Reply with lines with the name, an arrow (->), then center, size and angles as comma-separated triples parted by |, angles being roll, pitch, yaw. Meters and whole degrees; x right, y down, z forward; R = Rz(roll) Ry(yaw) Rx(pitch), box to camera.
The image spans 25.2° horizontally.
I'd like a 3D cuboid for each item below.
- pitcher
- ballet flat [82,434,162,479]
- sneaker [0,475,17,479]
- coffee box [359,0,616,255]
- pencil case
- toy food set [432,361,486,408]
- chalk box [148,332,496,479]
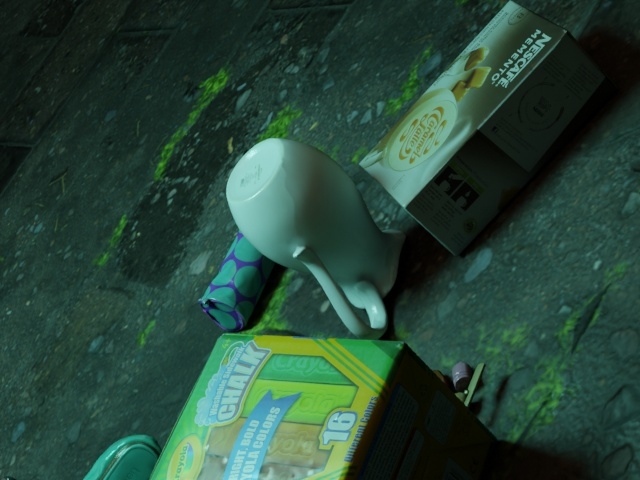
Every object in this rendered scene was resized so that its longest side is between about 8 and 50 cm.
pitcher -> 0.000, 0.000, 1.522 | 0.125, 0.207, 0.178 | -35, 35, 24
ballet flat -> -0.265, 0.325, 1.647 | 0.247, 0.083, 0.087 | -51, 6, -3
sneaker -> -0.427, 0.370, 1.768 | 0.162, 0.106, 0.281 | -46, 30, 1
coffee box -> 0.176, -0.123, 1.534 | 0.246, 0.098, 0.141 | -47, 30, 5
pencil case -> -0.093, 0.031, 1.748 | 0.070, 0.064, 0.152 | 6, 59, 36
toy food set -> 0.117, 0.152, 1.387 | 0.122, 0.019, 0.078 | -16, 43, 55
chalk box -> -0.023, 0.203, 1.307 | 0.289, 0.179, 0.180 | -2, 54, 40
